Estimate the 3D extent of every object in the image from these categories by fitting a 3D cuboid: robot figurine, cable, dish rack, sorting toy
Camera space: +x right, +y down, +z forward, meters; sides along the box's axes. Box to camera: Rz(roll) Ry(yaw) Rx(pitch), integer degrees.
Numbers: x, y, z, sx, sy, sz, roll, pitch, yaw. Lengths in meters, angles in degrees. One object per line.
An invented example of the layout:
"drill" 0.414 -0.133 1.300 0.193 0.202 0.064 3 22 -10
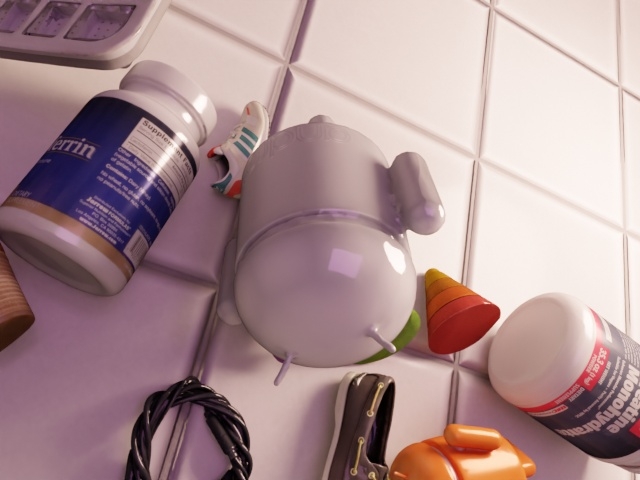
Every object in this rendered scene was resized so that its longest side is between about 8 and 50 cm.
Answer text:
"robot figurine" 0.185 0.326 0.721 0.219 0.158 0.128 -2 58 -27
"robot figurine" 0.000 0.000 0.635 0.200 0.300 0.353 43 28 -37
"cable" -0.149 0.255 0.627 0.150 0.047 0.185 12 68 -23
"dish rack" -0.299 -0.345 0.688 0.285 0.072 0.333 10 65 13
"sorting toy" 0.086 0.095 0.786 0.365 0.127 0.126 -1 44 -24

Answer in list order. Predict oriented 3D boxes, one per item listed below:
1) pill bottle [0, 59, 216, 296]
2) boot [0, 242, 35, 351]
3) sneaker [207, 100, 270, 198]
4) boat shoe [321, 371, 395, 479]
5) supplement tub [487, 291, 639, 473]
"pill bottle" -0.238 -0.080 0.636 0.153 0.153 0.265 32 61 -13
"boot" -0.450 0.066 0.513 0.283 0.109 0.220 -39 78 -8
"sneaker" -0.120 -0.137 0.767 0.075 0.057 0.161 13 71 -28
"boat shoe" 0.053 0.285 0.690 0.081 0.068 0.228 35 56 -48
"supplement tub" 0.421 0.224 0.835 0.272 0.191 0.191 34 62 -12
